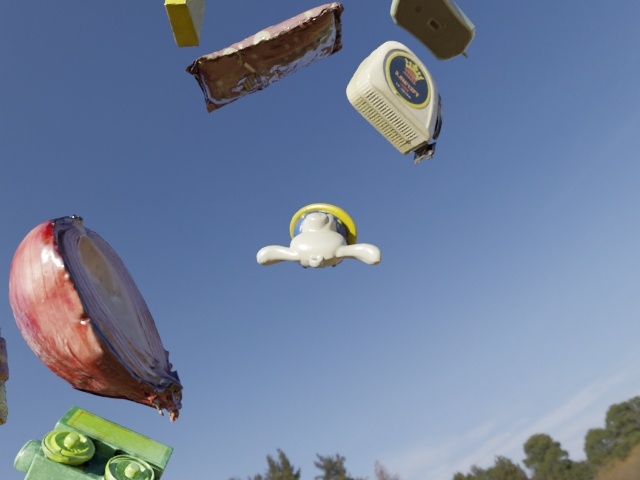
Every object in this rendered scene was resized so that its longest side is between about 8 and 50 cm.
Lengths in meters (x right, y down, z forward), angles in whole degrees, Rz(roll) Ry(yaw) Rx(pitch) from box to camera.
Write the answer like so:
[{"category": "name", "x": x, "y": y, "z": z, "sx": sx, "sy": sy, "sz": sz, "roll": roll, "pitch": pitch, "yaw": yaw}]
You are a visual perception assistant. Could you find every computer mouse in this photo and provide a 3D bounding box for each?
[{"category": "computer mouse", "x": 0.194, "y": -0.371, "z": 0.911, "sx": 0.181, "sy": 0.056, "sz": 0.089, "roll": 30, "pitch": -45, "yaw": -32}]

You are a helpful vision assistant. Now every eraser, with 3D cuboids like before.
[{"category": "eraser", "x": -0.250, "y": -0.437, "z": 1.006, "sx": 0.045, "sy": 0.122, "sz": 0.097, "roll": -2, "pitch": -29, "yaw": 2}]

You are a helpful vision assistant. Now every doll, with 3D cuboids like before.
[{"category": "doll", "x": 0.026, "y": -0.011, "z": 1.404, "sx": 0.311, "sy": 0.160, "sz": 0.242, "roll": 6, "pitch": 9, "yaw": 24}]

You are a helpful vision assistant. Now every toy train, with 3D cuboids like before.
[{"category": "toy train", "x": -0.410, "y": 0.428, "z": 0.994, "sx": 0.271, "sy": 0.188, "sz": 0.159, "roll": 26, "pitch": -84, "yaw": -4}]

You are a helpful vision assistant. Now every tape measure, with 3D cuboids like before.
[{"category": "tape measure", "x": 0.209, "y": -0.362, "z": 1.392, "sx": 0.271, "sy": 0.231, "sz": 0.133, "roll": 40, "pitch": -36, "yaw": -16}]

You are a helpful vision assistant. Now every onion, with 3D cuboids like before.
[{"category": "onion", "x": -0.274, "y": 0.113, "z": 0.657, "sx": 0.120, "sy": 0.283, "sz": 0.227, "roll": -33, "pitch": -9, "yaw": -4}]

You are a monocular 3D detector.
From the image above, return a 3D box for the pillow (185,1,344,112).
[{"category": "pillow", "x": -0.060, "y": -0.206, "z": 0.608, "sx": 0.185, "sy": 0.043, "sz": 0.118, "roll": -25, "pitch": -7, "yaw": 1}]

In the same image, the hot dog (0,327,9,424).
[{"category": "hot dog", "x": -0.686, "y": 0.244, "z": 1.069, "sx": 0.093, "sy": 0.261, "sz": 0.123, "roll": -24, "pitch": -26, "yaw": 9}]
